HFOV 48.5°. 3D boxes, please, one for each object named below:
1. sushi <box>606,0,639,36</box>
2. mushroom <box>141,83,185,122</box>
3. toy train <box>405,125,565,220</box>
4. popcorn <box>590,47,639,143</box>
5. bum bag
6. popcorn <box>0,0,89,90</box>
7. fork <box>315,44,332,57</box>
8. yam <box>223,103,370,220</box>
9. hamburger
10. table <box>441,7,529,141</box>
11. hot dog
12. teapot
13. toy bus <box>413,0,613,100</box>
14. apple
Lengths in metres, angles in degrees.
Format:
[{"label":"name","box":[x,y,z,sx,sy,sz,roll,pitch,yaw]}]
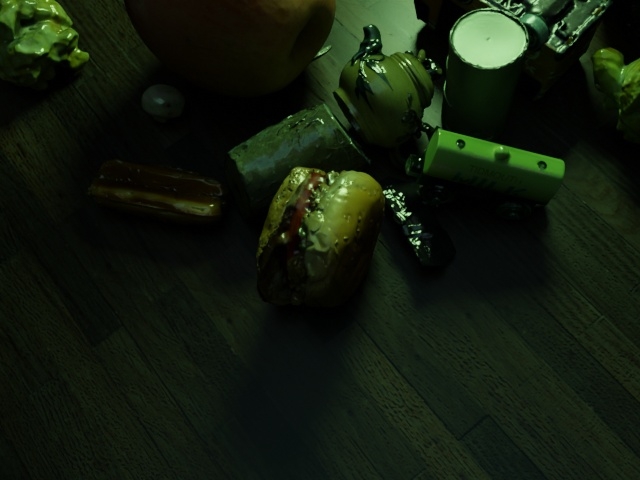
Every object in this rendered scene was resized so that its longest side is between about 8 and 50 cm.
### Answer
[{"label":"sushi","box":[0.591,-0.499,1.256,0.211,0.171,0.350,-6,38,22]},{"label":"mushroom","box":[-0.302,-0.263,1.366,0.083,0.067,0.083,18,32,-12]},{"label":"toy train","box":[0.272,-0.114,1.166,0.253,0.157,0.105,13,68,-3]},{"label":"popcorn","box":[0.562,-0.262,1.206,0.212,0.198,0.198,24,71,23]},{"label":"bum bag","box":[0.162,-0.031,1.221,0.087,0.049,0.197,-14,60,-24]},{"label":"popcorn","box":[-0.571,-0.397,1.412,0.185,0.167,0.187,-20,99,-28]},{"label":"fork","box":[-0.024,-0.357,1.409,0.115,0.012,0.016,-34,71,-14]},{"label":"yam","box":[-0.045,-0.142,1.237,0.254,0.154,0.154,-24,66,-6]},{"label":"hamburger","box":[0.000,0.000,1.129,0.163,0.244,0.244,16,69,9]},{"label":"table","box":[0.277,-0.276,1.221,0.126,0.220,0.126,-2,66,5]},{"label":"hot dog","box":[-0.292,-0.088,1.284,0.269,0.072,0.115,13,69,14]},{"label":"teapot","box":[0.136,-0.252,1.255,0.182,0.173,0.269,-34,99,1]},{"label":"toy bus","box":[0.334,-0.425,1.298,0.323,0.194,0.162,41,77,18]},{"label":"apple","box":[-0.152,-0.430,1.273,0.364,0.364,0.364,-2,66,5]}]
